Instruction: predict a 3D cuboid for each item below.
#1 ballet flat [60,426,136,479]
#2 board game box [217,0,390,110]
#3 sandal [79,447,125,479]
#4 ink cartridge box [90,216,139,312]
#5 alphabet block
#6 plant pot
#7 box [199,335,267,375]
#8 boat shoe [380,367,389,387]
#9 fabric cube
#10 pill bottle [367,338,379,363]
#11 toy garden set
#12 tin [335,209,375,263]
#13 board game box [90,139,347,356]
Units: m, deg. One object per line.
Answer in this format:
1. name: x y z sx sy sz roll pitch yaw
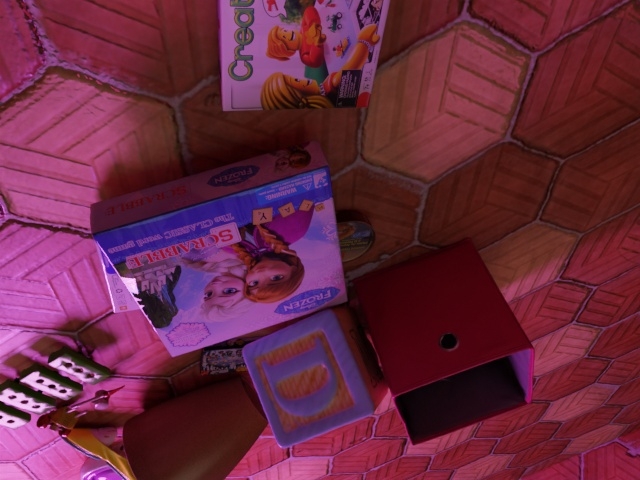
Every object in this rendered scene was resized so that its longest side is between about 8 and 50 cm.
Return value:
1. ballet flat: -0.473 0.470 1.222 0.231 0.077 0.077 48 70 -23
2. board game box: -0.016 -0.288 0.596 0.192 0.053 0.305 -5 137 -14
3. sandal: -0.374 0.559 1.337 0.416 0.102 0.169 -14 138 -5
4. ink cartridge box: -0.237 0.026 0.858 0.208 0.045 0.206 -6 137 -15
5. alphabet block: -0.002 0.245 1.013 0.192 0.193 0.197 -24 170 12
6. plant pot: -0.245 0.412 1.159 0.254 0.237 0.237 -35 138 -3
7. box: -0.179 0.240 1.123 0.137 0.027 0.094 -2 137 -19
8. boat shoe: 0.202 0.338 1.338 0.178 0.060 0.064 -19 138 1
9. fabric cube: 0.236 0.199 1.055 0.254 0.258 0.259 -20 139 3
10. pill bottle: 0.015 0.285 1.172 0.215 0.117 0.117 -33 136 15
11. toy garden set: -0.507 0.295 1.052 0.244 0.049 0.204 -29 136 11
12. tin: 0.000 0.000 0.924 0.189 0.040 0.106 -6 133 -14
13. board game box: -0.127 0.029 0.824 0.318 0.066 0.318 -17 139 -5
